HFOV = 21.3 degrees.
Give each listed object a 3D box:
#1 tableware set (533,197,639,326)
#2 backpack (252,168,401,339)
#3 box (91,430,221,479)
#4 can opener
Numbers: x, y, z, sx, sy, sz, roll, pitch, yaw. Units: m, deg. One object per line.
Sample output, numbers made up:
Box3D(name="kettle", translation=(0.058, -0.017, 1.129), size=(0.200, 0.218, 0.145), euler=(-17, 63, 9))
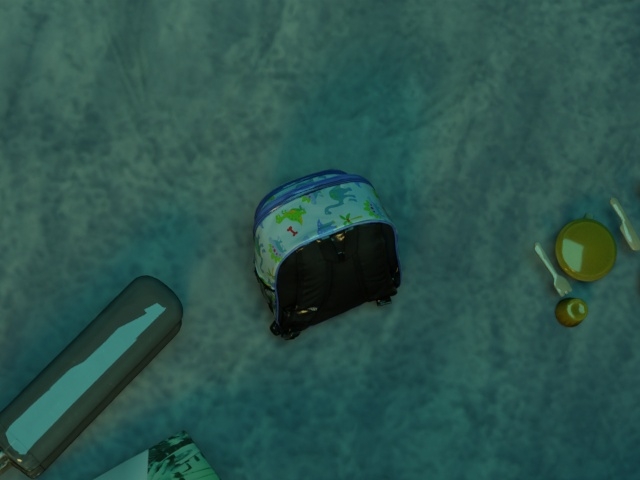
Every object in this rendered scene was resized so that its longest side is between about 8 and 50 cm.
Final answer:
Box3D(name="tableware set", translation=(0.242, 0.015, 1.290), size=(0.154, 0.024, 0.104), euler=(-28, 86, -13))
Box3D(name="backpack", translation=(0.000, 0.000, 1.214), size=(0.105, 0.114, 0.084), euler=(-20, 61, -9))
Box3D(name="box", translation=(-0.117, 0.274, 1.063), size=(0.232, 0.058, 0.322), euler=(-30, 38, -13))
Box3D(name="can opener", translation=(-0.213, 0.124, 1.181), size=(0.280, 0.074, 0.093), euler=(-42, 85, -14))
